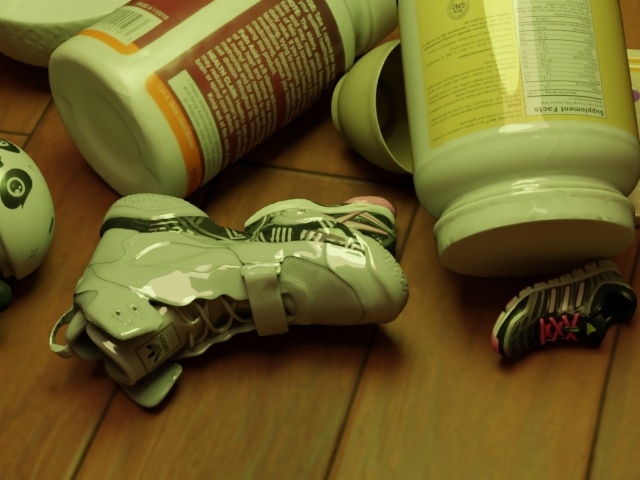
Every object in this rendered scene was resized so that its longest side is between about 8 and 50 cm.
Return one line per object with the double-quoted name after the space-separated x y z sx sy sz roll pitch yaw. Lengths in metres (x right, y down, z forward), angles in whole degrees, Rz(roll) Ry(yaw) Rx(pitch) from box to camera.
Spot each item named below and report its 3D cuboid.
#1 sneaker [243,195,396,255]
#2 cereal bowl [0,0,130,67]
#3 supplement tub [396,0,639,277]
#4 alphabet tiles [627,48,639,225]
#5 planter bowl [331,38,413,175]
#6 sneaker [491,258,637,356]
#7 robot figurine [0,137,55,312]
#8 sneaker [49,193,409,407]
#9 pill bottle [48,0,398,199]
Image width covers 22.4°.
0.000 0.000 1.776 0.178 0.072 0.077 -10 48 0 "sneaker"
-0.299 -0.334 2.086 0.339 0.141 0.339 -4 46 5 "cereal bowl"
0.209 -0.147 1.707 0.241 0.241 0.331 -6 73 3 "supplement tub"
0.324 -0.127 1.884 0.278 0.021 0.284 5 48 12 "alphabet tiles"
0.083 -0.153 1.867 0.109 0.162 0.162 1 40 48 "planter bowl"
0.256 0.079 1.668 0.170 0.063 0.075 -24 42 -21 "sneaker"
-0.430 -0.010 1.772 0.278 0.209 0.173 -20 12 -10 "robot figurine"
-0.102 0.075 1.679 0.366 0.137 0.210 10 49 24 "sneaker"
-0.102 -0.227 1.900 0.392 0.224 0.224 -37 53 -25 "pill bottle"
